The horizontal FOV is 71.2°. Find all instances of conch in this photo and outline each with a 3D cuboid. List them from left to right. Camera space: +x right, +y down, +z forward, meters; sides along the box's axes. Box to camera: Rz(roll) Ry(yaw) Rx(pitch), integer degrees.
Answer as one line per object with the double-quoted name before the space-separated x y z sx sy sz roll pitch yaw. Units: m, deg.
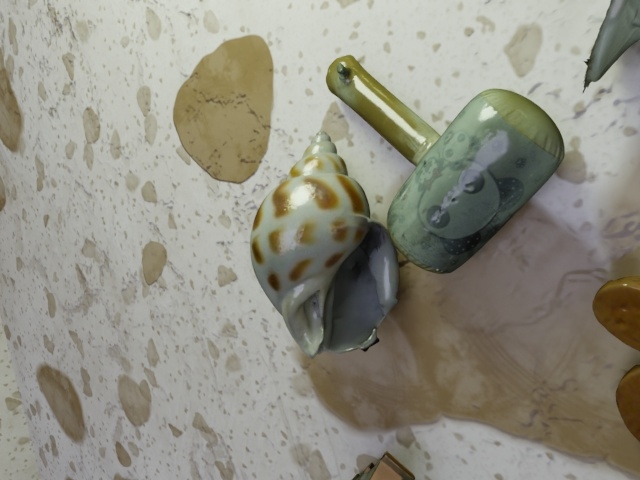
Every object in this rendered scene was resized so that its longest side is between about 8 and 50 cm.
"conch" 0.000 0.000 0.576 0.148 0.182 0.275 -148 65 -63

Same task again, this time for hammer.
"hammer" 0.101 -0.126 0.515 0.306 0.113 0.202 53 122 26

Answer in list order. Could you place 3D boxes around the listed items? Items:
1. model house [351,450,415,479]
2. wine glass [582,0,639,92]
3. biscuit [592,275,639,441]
"model house" 0.094 0.473 0.610 0.244 0.169 0.326 37 122 17
"wine glass" 0.358 -0.132 0.289 0.320 0.143 0.144 26 114 28
"biscuit" 0.344 0.069 0.353 0.215 0.047 0.340 25 134 40
